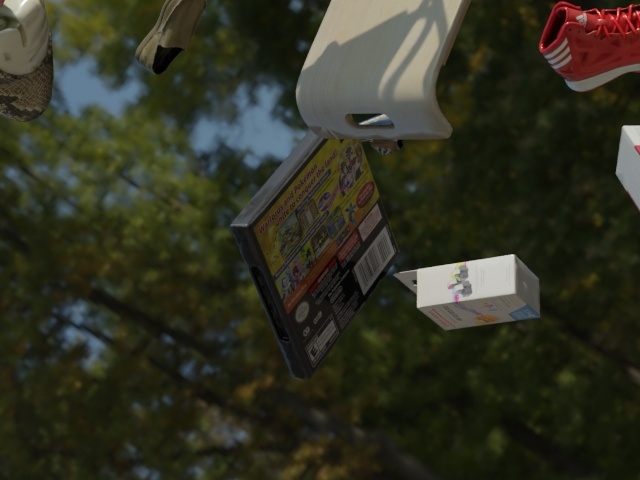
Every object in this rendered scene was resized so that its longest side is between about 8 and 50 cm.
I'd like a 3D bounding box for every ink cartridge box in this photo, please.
[{"bbox_3d":[0.481,-0.090,1.994,0.127,0.175,0.072,-103,14,-61],"label":"ink cartridge box"},{"bbox_3d":[0.201,0.076,2.167,0.104,0.181,0.061,38,-132,-55],"label":"ink cartridge box"}]

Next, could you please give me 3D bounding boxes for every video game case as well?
[{"bbox_3d":[0.000,0.000,2.056,0.275,0.035,0.248,-52,-47,-41],"label":"video game case"}]

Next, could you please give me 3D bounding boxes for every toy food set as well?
[{"bbox_3d":[0.114,-0.248,1.667,0.092,0.220,0.306,31,-105,-36],"label":"toy food set"}]

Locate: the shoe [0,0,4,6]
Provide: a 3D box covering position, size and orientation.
[{"bbox_3d":[-0.334,-0.318,1.562,0.081,0.063,0.178,28,-112,-46],"label":"shoe"}]

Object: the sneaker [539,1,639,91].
[{"bbox_3d":[0.390,-0.278,2.072,0.221,0.087,0.128,-30,-40,30],"label":"sneaker"}]

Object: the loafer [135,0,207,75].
[{"bbox_3d":[-0.194,-0.281,2.112,0.056,0.050,0.148,4,-47,-43],"label":"loafer"}]

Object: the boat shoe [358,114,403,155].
[{"bbox_3d":[0.109,-0.174,2.549,0.183,0.066,0.066,-20,5,23],"label":"boat shoe"}]

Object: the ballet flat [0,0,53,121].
[{"bbox_3d":[-0.479,-0.345,2.087,0.483,0.182,0.164,52,-131,-32],"label":"ballet flat"}]
